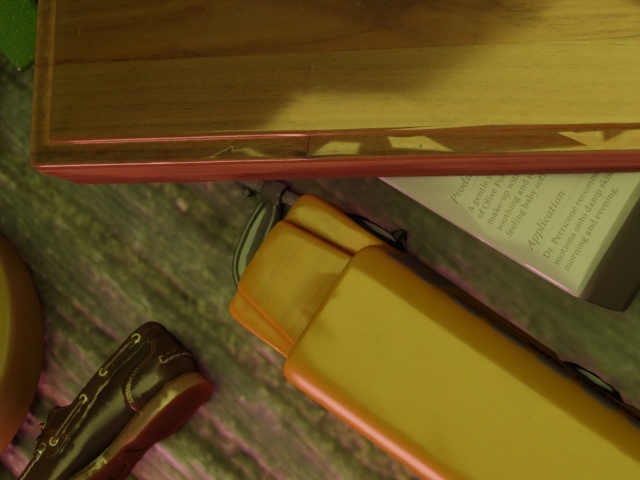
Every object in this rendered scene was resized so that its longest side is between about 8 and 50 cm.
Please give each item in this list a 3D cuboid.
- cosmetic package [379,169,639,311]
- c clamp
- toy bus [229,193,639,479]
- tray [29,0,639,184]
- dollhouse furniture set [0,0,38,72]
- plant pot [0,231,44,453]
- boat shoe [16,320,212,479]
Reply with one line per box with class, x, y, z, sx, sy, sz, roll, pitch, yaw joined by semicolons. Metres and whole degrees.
cosmetic package;0.081;-0.129;1.004;0.365;0.155;0.197;34;97;22
c clamp;0.000;0.000;1.095;0.160;0.022;0.137;30;96;22
toy bus;0.091;0.099;0.982;0.332;0.130;0.108;35;98;13
tray;0.025;-0.142;0.906;0.411;0.076;0.203;0;83;21
dollhouse furniture set;-0.345;-0.233;1.107;0.197;0.151;0.301;-32;111;14
plant pot;-0.351;0.059;1.082;0.254;0.239;0.254;-2;75;6
boat shoe;-0.172;0.149;1.126;0.207;0.073;0.073;-44;70;5
